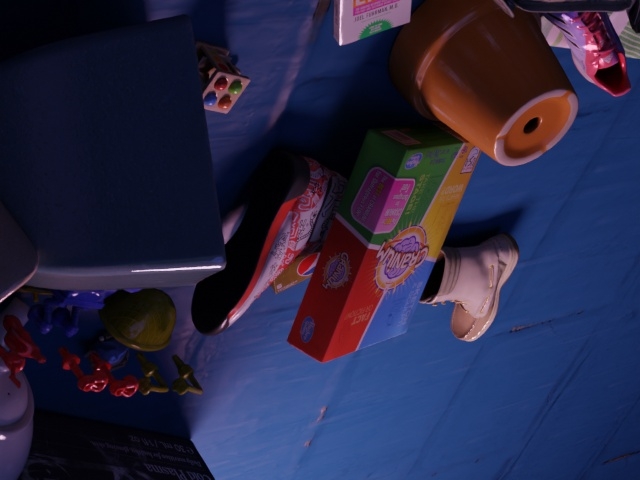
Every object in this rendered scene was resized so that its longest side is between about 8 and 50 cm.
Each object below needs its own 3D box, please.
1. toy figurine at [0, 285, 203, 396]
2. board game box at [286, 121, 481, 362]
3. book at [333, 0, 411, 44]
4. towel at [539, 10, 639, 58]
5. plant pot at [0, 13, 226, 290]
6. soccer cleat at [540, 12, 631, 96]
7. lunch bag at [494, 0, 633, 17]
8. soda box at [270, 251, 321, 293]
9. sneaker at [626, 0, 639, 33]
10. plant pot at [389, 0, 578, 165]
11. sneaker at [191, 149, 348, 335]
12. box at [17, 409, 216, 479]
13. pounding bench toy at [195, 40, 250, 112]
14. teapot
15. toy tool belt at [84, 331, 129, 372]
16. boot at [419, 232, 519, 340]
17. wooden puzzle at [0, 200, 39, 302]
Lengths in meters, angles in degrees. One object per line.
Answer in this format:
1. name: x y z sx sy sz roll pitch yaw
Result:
1. toy figurine: -0.234 0.047 1.658 0.362 0.191 0.217 14 119 -52
2. board game box: 0.092 -0.003 1.873 0.242 0.064 0.316 -14 129 -57
3. book: 0.060 -0.302 1.621 0.096 0.035 0.144 -22 147 -14
4. towel: 0.442 -0.355 1.900 0.325 0.038 0.248 0 134 -43
5. plant pot: -0.251 -0.066 1.381 0.252 0.247 0.248 -8 176 -14
6. soccer cleat: 0.353 -0.276 1.808 0.083 0.095 0.248 -37 148 6
7. lunch bag: 0.199 -0.362 1.473 0.287 0.235 0.169 -8 137 -36
8. soda box: 0.000 0.000 1.925 0.181 0.058 0.061 -27 146 -14
9. sneaker: 0.495 -0.342 1.862 0.178 0.077 0.072 -43 146 15
10. plant pot: 0.222 -0.203 1.747 0.205 0.188 0.205 -24 146 -18
11. sneaker: -0.056 0.018 1.824 0.145 0.090 0.270 16 105 -48
12. box: -0.303 0.514 1.920 0.297 0.472 0.480 -45 148 14
13. pounding bench toy: -0.112 -0.182 1.576 0.083 0.065 0.052 7 128 -48
14. teapot: -0.425 0.193 1.592 0.187 0.256 0.252 -41 152 22
15. toy tool belt: -0.278 0.145 1.860 0.083 0.052 0.051 -29 156 -12
16. boot: 0.217 0.086 2.225 0.165 0.077 0.213 -10 135 -36
17. wooden puzzle: -0.482 0.004 1.237 0.348 0.322 0.080 -38 174 0
